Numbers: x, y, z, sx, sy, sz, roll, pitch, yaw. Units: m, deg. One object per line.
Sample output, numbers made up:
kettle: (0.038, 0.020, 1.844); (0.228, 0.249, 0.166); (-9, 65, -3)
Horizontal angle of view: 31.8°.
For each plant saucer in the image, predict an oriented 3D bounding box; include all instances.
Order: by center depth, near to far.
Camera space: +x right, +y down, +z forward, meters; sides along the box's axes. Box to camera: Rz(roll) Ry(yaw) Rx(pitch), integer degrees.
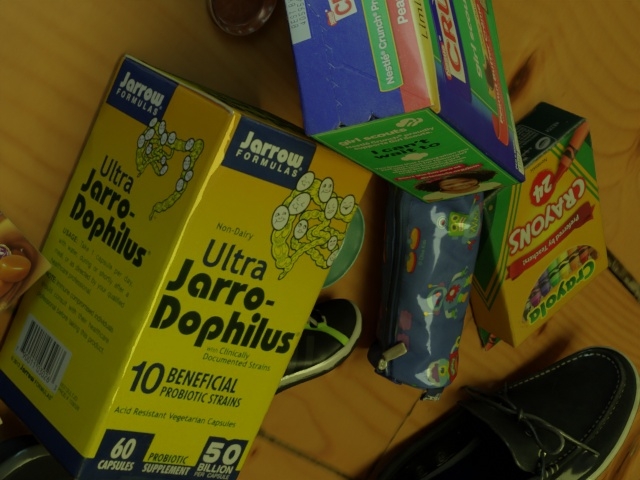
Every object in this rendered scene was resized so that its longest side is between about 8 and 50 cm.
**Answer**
plant saucer: (-0.078, -0.245, 1.114); (0.083, 0.013, 0.083); (-21, 125, -32)
plant saucer: (0.000, 0.000, 1.309); (0.119, 0.021, 0.119); (-21, 124, -34)

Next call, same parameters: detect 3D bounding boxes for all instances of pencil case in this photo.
pencil case: (0.126, 0.038, 1.370); (0.133, 0.119, 0.306); (-21, 124, -48)

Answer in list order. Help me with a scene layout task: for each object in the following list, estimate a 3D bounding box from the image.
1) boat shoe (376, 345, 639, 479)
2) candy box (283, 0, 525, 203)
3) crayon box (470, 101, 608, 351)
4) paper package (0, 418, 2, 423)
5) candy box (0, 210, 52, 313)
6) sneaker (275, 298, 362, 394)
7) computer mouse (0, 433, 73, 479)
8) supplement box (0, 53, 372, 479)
boat shoe: (0.265, 0.293, 1.591); (0.500, 0.187, 0.156); (-31, 135, -19)
candy box: (0.078, -0.196, 1.048); (0.317, 0.122, 0.268); (17, 61, -64)
crayon box: (0.289, 0.001, 1.525); (0.202, 0.081, 0.318); (-38, 133, -21)
paper package: (-0.460, 0.166, 0.830); (0.309, 0.168, 0.325); (39, 84, -28)
candy box: (-0.336, -0.004, 0.986); (0.109, 0.053, 0.187); (-46, 133, -13)
sneaker: (-0.048, 0.114, 1.282); (0.234, 0.084, 0.097); (-29, 128, -27)
computer mouse: (-0.336, 0.292, 1.140); (0.188, 0.072, 0.272); (6, 120, -45)
supplement box: (-0.137, 0.036, 1.082); (0.194, 0.195, 0.357); (16, 100, -45)
